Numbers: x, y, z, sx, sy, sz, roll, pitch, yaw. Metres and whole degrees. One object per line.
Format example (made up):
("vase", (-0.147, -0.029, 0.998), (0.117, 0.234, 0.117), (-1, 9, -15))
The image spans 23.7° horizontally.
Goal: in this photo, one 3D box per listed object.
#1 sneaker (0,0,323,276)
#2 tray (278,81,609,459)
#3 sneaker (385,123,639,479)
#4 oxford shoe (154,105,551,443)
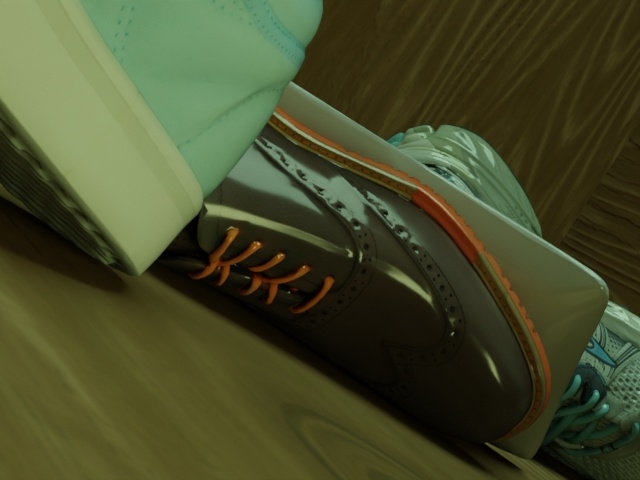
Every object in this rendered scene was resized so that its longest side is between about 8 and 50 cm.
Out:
("sneaker", (-0.087, -0.135, 0.401), (0.135, 0.150, 0.366), (32, -16, 23))
("tray", (0.000, 0.000, 0.729), (0.270, 0.030, 0.145), (33, -38, 17))
("sneaker", (0.112, 0.072, 0.865), (0.283, 0.110, 0.122), (45, 34, -11))
("oxford shoe", (-0.022, 0.003, 0.634), (0.271, 0.097, 0.098), (39, 35, -1))
